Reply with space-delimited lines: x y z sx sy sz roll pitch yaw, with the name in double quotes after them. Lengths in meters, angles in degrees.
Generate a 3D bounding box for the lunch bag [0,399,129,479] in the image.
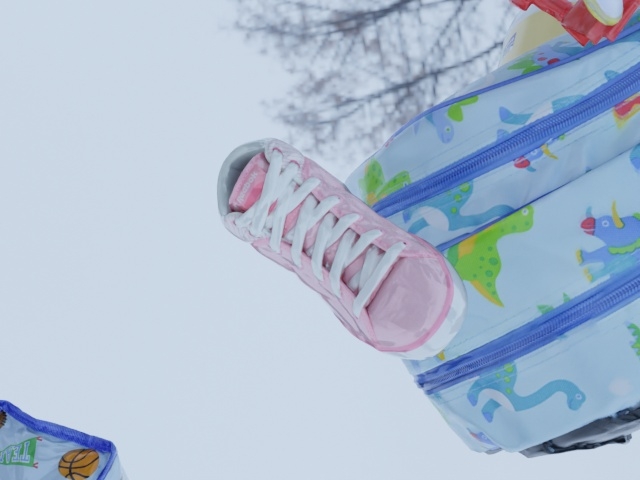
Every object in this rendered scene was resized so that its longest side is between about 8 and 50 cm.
-0.370 0.457 1.440 0.385 0.239 0.327 -60 -27 -33 "lunch bag"

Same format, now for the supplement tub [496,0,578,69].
0.294 -0.122 1.239 0.241 0.241 0.331 42 -124 -42 "supplement tub"

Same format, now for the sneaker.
0.000 0.000 0.487 0.070 0.134 0.051 26 -78 -41 "sneaker"

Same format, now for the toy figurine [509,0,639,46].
0.040 -0.269 0.438 0.362 0.191 0.217 36 -83 -27 "toy figurine"

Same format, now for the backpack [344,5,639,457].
0.189 -0.021 0.672 0.273 0.290 0.355 47 -111 -7 "backpack"
